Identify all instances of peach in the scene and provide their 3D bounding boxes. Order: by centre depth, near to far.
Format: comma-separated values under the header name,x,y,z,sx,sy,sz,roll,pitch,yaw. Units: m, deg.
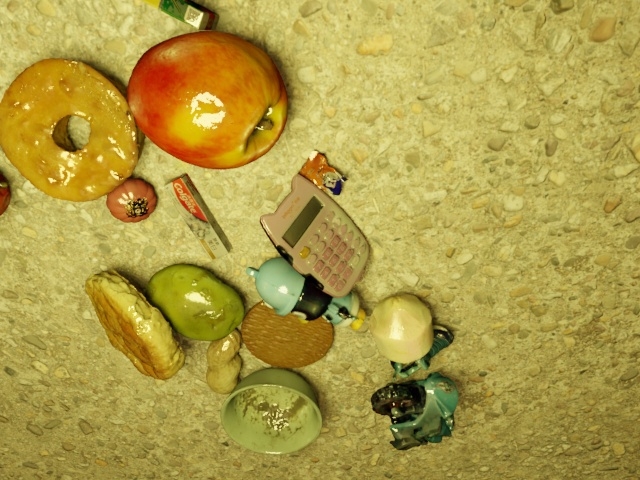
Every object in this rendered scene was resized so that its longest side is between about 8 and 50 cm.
name,x,y,z,sx,sy,sz,roll,pitch,yaw
peach,-0.205,-0.265,0.754,0.281,0.280,0.238,-5,161,3

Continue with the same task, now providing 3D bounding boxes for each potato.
name,x,y,z,sx,sy,sz,roll,pitch,yaw
potato,-0.316,0.158,1.019,0.254,0.148,0.186,14,135,-1

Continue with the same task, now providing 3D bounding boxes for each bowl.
name,x,y,z,sx,sy,sz,roll,pitch,yaw
bowl,-0.135,0.478,1.195,0.290,0.146,0.289,1,117,2

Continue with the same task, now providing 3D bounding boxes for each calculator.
name,x,y,z,sx,sy,sz,roll,pitch,yaw
calculator,-0.001,0.000,0.939,0.294,0.194,0.043,45,150,-20

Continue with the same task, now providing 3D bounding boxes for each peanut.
name,x,y,z,sx,sy,sz,roll,pitch,yaw
peanut,-0.277,0.347,1.160,0.104,0.085,0.227,-7,120,-26

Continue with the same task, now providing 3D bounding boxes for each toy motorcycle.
name,x,y,z,sx,sy,sz,roll,pitch,yaw
toy motorcycle,0.308,0.511,1.186,0.232,0.172,0.416,-21,132,13

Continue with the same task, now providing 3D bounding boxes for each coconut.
name,x,y,z,sx,sy,sz,roll,pitch,yaw
coconut,0.205,0.219,1.051,0.171,0.170,0.182,-18,119,9

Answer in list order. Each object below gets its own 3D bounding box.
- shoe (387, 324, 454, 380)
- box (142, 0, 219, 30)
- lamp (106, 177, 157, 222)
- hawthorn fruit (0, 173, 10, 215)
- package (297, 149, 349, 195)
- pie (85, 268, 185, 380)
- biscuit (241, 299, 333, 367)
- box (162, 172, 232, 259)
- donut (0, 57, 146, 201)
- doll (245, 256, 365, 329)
name,x,y,z,sx,sy,sz,roll,pitch,yaw
shoe,0.283,0.318,1.133,0.207,0.106,0.091,-37,112,15
box,-0.307,-0.444,0.714,0.235,0.132,0.034,24,114,-11
lamp,-0.430,-0.091,0.923,0.108,0.092,0.107,-23,137,-24
hawthorn fruit,-0.771,-0.099,0.876,0.188,0.169,0.168,-3,118,11
package,0.009,-0.151,0.926,0.111,0.033,0.077,33,138,-1
pie,-0.465,0.216,1.008,0.340,0.083,0.339,25,134,29
biscuit,-0.092,0.258,1.139,0.262,0.037,0.261,0,118,0
box,-0.292,-0.054,0.972,0.055,0.039,0.218,-20,116,12
donut,-0.490,-0.223,0.830,0.278,0.108,0.277,1,109,2
doll,-0.039,0.133,0.997,0.314,0.177,0.141,27,91,-16
